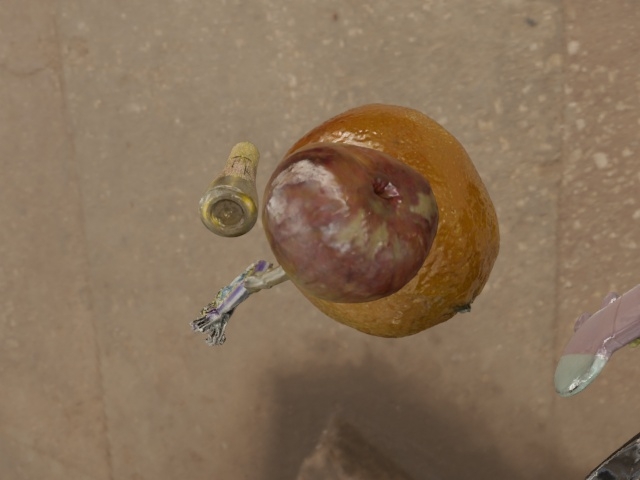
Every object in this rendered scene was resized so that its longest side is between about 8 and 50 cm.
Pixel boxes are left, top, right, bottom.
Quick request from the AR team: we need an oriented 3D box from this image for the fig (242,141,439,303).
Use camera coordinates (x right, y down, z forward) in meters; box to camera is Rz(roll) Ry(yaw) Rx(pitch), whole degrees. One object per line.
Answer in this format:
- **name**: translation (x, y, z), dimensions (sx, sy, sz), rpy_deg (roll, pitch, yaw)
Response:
- **fig**: translation (0.004, -0.016, 0.970), dimensions (0.231, 0.160, 0.143), rpy_deg (1, 87, 64)

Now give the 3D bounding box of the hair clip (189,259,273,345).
- **hair clip**: translation (-0.120, 0.082, 1.554), dimensions (0.049, 0.172, 0.116), rpy_deg (49, 151, -14)

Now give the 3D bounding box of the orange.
- **orange**: translation (0.071, -0.020, 1.147), dimensions (0.264, 0.264, 0.264), rpy_deg (15, 113, 40)

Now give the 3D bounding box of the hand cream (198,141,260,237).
- **hand cream**: translation (-0.124, -0.086, 1.551), dimensions (0.084, 0.203, 0.084), rpy_deg (1, 120, 2)

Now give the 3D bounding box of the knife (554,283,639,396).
- **knife**: translation (0.365, 0.045, 1.049), dimensions (0.038, 0.132, 0.398), rpy_deg (32, 139, -8)

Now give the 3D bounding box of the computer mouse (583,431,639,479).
- **computer mouse**: translation (0.166, 0.171, 0.597), dimensions (0.073, 0.122, 0.217), rpy_deg (53, 140, 22)
